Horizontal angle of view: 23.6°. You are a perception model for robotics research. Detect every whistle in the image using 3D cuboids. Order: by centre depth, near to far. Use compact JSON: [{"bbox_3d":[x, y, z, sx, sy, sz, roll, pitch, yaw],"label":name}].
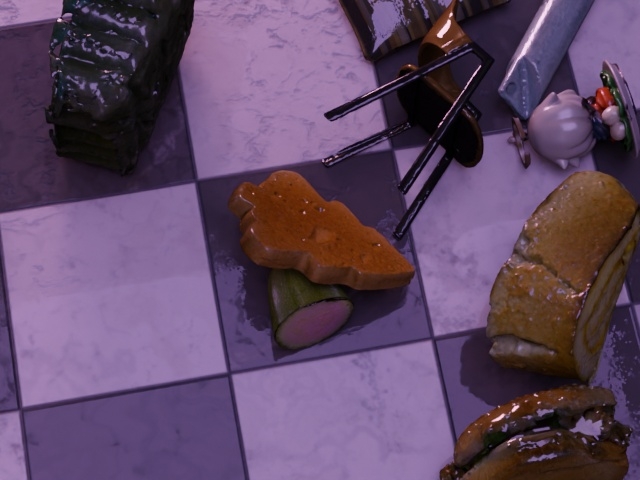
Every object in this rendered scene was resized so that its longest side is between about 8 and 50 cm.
[{"bbox_3d":[0.313,-0.296,1.968,0.062,0.062,0.312,28,72,7],"label":"whistle"}]

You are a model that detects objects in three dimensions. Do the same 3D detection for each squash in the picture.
[{"bbox_3d":[-0.030,0.048,1.832,0.105,0.105,0.132,-20,62,-8],"label":"squash"}]

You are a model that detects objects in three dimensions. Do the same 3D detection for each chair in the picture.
[{"bbox_3d":[0.131,-0.158,1.865,0.247,0.159,0.172,-39,75,-12],"label":"chair"}]

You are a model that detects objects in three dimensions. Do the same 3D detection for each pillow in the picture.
[{"bbox_3d":[0.111,-0.358,1.987,0.212,0.052,0.208,-24,76,-7],"label":"pillow"}]

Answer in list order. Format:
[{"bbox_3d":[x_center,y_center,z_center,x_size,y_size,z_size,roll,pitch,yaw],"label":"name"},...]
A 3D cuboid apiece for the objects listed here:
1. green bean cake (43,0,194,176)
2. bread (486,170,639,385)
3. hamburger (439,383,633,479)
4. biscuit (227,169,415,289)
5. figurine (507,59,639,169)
[{"bbox_3d":[-0.241,-0.221,1.829,0.132,0.241,0.255,17,71,-1],"label":"green bean cake"},{"bbox_3d":[0.292,0.046,1.793,0.124,0.186,0.257,18,66,22],"label":"bread"},{"bbox_3d":[0.237,0.240,1.724,0.215,0.189,0.122,-15,63,-5],"label":"hamburger"},{"bbox_3d":[0.000,0.000,1.822,0.238,0.212,0.041,26,117,-4],"label":"biscuit"},{"bbox_3d":[0.308,-0.142,1.893,0.153,0.132,0.132,-18,73,4],"label":"figurine"}]
